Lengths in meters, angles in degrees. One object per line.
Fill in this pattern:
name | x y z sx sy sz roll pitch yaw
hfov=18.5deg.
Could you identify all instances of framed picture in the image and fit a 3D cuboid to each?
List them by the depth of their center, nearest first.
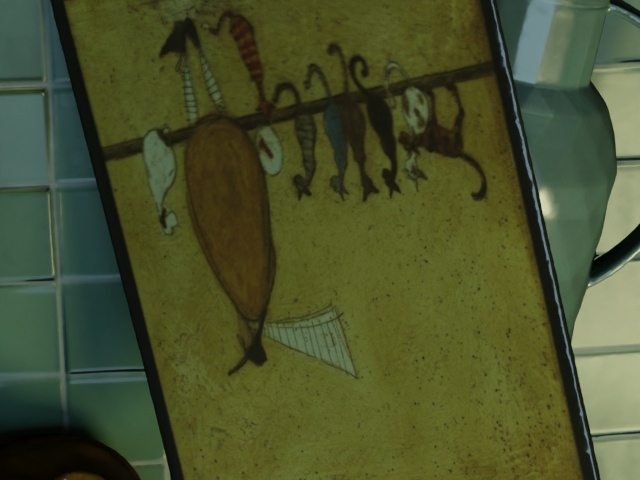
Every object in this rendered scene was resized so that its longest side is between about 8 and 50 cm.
framed picture | 0.000 0.000 1.073 0.255 0.014 0.339 -9 99 25

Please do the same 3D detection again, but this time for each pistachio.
pistachio | -0.198 0.185 1.175 0.210 0.131 0.165 -17 154 -1

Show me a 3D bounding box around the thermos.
thermos | 0.108 -0.023 1.114 0.182 0.145 0.287 14 110 -3
